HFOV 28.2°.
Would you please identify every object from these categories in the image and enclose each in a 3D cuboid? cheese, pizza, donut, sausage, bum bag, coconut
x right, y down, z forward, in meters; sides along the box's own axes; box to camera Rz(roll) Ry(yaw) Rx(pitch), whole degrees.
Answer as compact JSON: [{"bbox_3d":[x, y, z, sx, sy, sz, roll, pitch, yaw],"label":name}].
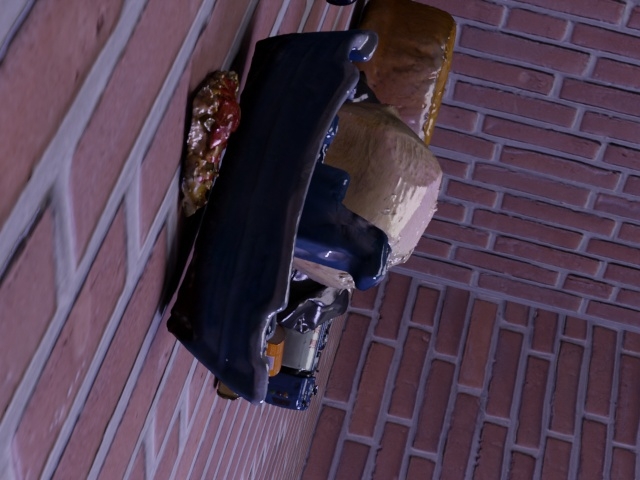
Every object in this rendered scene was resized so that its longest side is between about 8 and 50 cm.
[{"bbox_3d":[-0.081,0.130,1.315,0.084,0.041,0.060,0,97,-70],"label":"cheese"},{"bbox_3d":[-0.072,-0.062,0.860,0.100,0.029,0.099,-63,167,-74],"label":"pizza"},{"bbox_3d":[0.101,-0.208,1.914,0.317,0.150,0.299,97,11,-58],"label":"donut"},{"bbox_3d":[-0.065,0.150,1.678,0.107,0.031,0.031,101,5,-56],"label":"sausage"},{"bbox_3d":[0.015,-0.046,1.606,0.144,0.095,0.340,5,99,-56],"label":"bum bag"},{"bbox_3d":[0.034,-0.057,1.312,0.194,0.194,0.194,14,90,-86],"label":"coconut"}]

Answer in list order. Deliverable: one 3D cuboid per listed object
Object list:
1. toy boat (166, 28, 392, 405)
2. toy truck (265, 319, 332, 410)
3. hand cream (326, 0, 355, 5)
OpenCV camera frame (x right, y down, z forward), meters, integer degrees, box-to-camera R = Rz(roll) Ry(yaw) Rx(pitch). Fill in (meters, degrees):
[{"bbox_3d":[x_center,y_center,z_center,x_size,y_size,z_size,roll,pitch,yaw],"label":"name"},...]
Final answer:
[{"bbox_3d":[-0.013,-0.027,0.944,0.129,0.142,0.309,122,-14,-70],"label":"toy boat"},{"bbox_3d":[-0.028,0.149,1.866,0.088,0.074,0.201,28,76,-81],"label":"toy truck"},{"bbox_3d":[0.024,-0.319,1.302,0.062,0.039,0.163,-68,165,-51],"label":"hand cream"}]
